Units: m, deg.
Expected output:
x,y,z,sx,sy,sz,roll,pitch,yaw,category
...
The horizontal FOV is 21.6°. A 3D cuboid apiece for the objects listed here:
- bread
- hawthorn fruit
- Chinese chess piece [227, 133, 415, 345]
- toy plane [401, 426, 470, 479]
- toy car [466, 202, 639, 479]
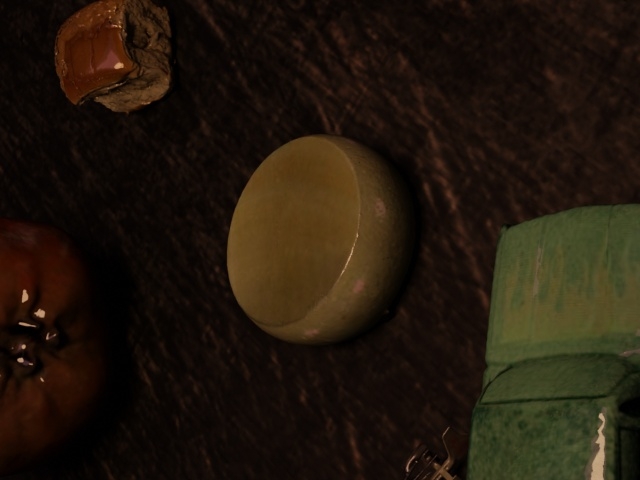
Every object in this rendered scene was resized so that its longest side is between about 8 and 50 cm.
x,y,z,sx,sy,sz,roll,pitch,yaw,category
-0.161,-0.149,1.333,0.070,0.077,0.083,-30,55,40,bread
-0.271,0.078,1.301,0.251,0.199,0.199,-2,75,57,hawthorn fruit
0.000,0.000,1.130,0.144,0.058,0.144,-20,61,42,Chinese chess piece
0.054,0.166,1.024,0.120,0.049,0.031,-50,45,-2,toy plane
0.144,0.133,0.903,0.141,0.097,0.320,-9,71,44,toy car
